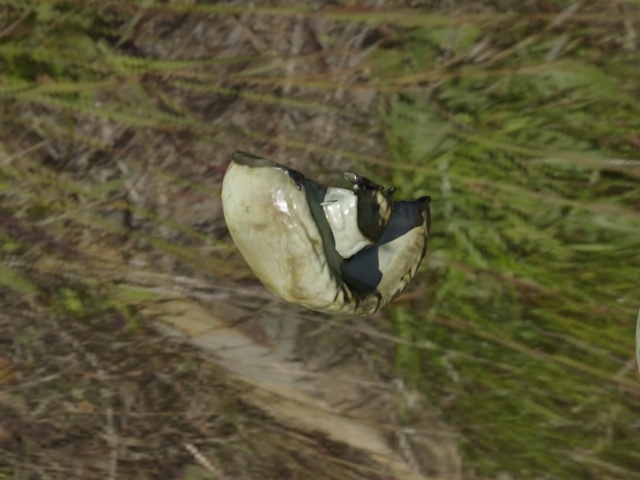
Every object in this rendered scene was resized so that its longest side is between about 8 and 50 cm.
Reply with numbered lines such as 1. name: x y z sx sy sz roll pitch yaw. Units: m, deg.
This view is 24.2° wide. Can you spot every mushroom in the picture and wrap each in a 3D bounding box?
1. mushroom: -0.008 -0.002 1.726 0.267 0.190 0.164 12 90 -58

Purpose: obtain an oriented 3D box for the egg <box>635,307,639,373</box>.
1. egg: 0.453 0.084 1.408 0.288 0.379 0.287 3 70 -8
